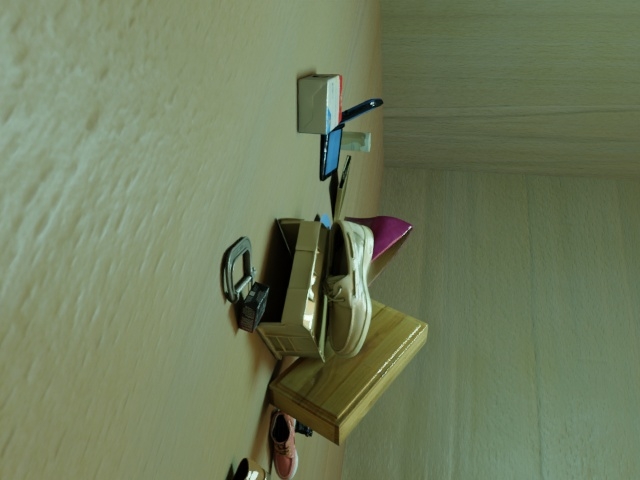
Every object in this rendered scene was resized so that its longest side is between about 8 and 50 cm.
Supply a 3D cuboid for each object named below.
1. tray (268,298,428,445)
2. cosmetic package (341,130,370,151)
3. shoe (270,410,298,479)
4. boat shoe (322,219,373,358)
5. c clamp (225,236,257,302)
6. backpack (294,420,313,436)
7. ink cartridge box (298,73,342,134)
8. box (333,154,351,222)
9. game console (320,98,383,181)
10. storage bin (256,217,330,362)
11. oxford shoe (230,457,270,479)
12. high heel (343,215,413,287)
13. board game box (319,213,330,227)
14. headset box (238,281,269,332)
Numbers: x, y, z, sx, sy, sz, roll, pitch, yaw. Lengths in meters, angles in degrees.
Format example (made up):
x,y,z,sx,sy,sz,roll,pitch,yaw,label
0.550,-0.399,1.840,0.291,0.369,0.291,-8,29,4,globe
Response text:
x,y,z,sx,sy,sz,roll,pitch,yaw,label
0.082,0.304,1.410,0.411,0.203,0.076,-37,138,-41,tray
0.122,-0.358,2.026,0.060,0.115,0.041,82,17,-46,cosmetic package
-0.094,0.507,1.383,0.081,0.064,0.177,39,50,-76,shoe
0.048,0.104,1.237,0.098,0.109,0.301,16,76,-39,boat shoe
-0.143,0.065,1.026,0.160,0.022,0.137,-46,139,-75,c clamp
-0.046,0.467,1.548,0.105,0.084,0.114,19,81,-80,backpack
0.004,-0.366,1.481,0.231,0.078,0.134,-60,153,-67,ink cartridge box
0.078,-0.182,2.023,0.201,0.021,0.164,98,6,-55,box
0.105,-0.334,1.824,0.173,0.250,0.293,65,16,-9,game console
-0.047,0.120,1.301,0.260,0.123,0.262,74,23,-61,storage bin
-0.164,0.500,1.028,0.076,0.076,0.212,55,31,-23,oxford shoe
0.129,0.107,1.401,0.127,0.182,0.376,66,29,-69,high heel
0.000,0.000,1.755,0.133,0.033,0.168,-8,97,-74,board game box
-0.126,0.129,1.057,0.062,0.032,0.083,-63,171,-48,headset box
